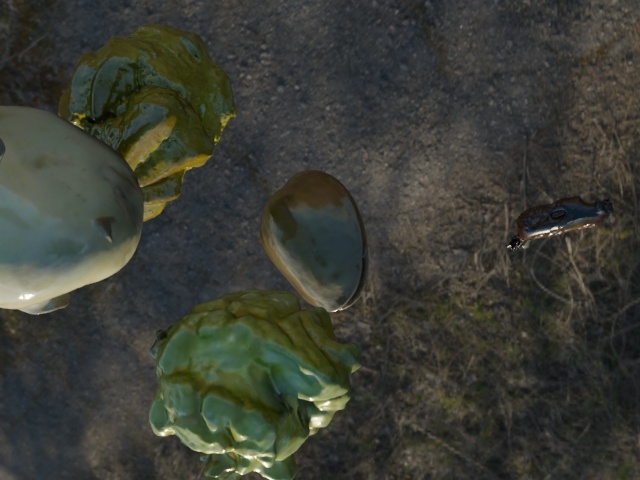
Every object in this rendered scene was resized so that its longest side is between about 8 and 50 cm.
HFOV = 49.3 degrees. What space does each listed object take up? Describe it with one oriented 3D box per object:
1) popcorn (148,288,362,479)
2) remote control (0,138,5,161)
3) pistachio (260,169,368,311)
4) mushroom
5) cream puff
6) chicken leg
[{"bbox_3d":[-0.067,0.140,0.668,0.167,0.187,0.185,36,147,28],"label":"popcorn"},{"bbox_3d":[-0.342,-0.124,0.537,0.245,0.077,0.022,37,109,13],"label":"remote control"},{"bbox_3d":[0.000,0.000,1.310,0.260,0.163,0.213,49,124,20],"label":"pistachio"},{"bbox_3d":[-0.424,-0.011,1.001,0.314,0.314,0.336,26,136,-1],"label":"mushroom"},{"bbox_3d":[-0.310,-0.209,1.180,0.274,0.270,0.323,41,106,-12],"label":"cream puff"},{"bbox_3d":[0.386,-0.026,1.191,0.106,0.051,0.253,4,166,-21],"label":"chicken leg"}]
